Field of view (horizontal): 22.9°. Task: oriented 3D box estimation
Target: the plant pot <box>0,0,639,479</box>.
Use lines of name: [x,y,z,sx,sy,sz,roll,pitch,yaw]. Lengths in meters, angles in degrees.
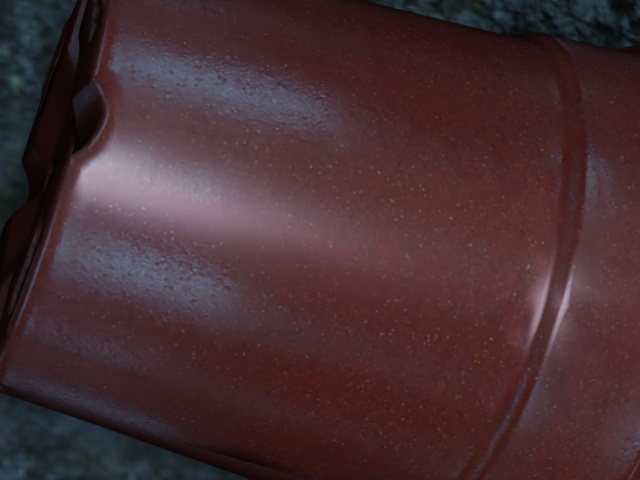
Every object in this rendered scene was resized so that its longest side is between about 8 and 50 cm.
plant pot: [0.000,0.000,0.716,0.265,0.272,0.272,17,61,-16]
